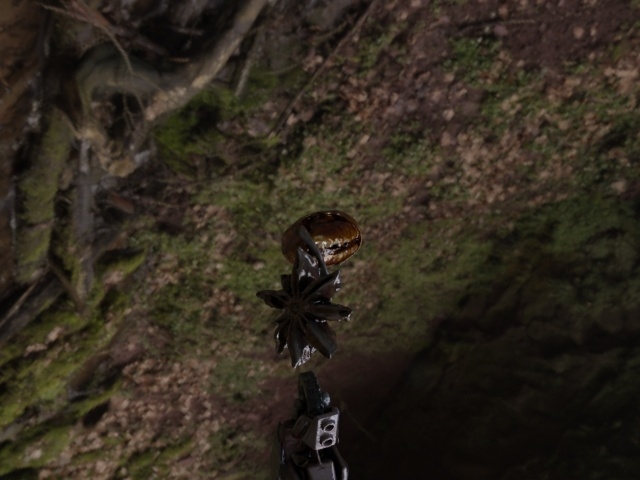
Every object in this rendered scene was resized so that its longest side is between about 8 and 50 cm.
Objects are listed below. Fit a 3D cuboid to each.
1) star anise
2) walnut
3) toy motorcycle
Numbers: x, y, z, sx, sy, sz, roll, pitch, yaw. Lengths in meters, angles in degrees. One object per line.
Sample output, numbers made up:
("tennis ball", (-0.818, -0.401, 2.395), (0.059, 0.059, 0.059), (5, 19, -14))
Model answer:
("star anise", (-0.021, 0.101, 1.198), (0.089, 0.209, 0.231), (14, 97, -51))
("walnut", (0.000, 0.000, 1.303), (0.207, 0.116, 0.116), (-16, 144, -51))
("toy motorcycle", (-0.009, 0.258, 0.828), (0.082, 0.122, 0.213), (-12, 128, -22))
